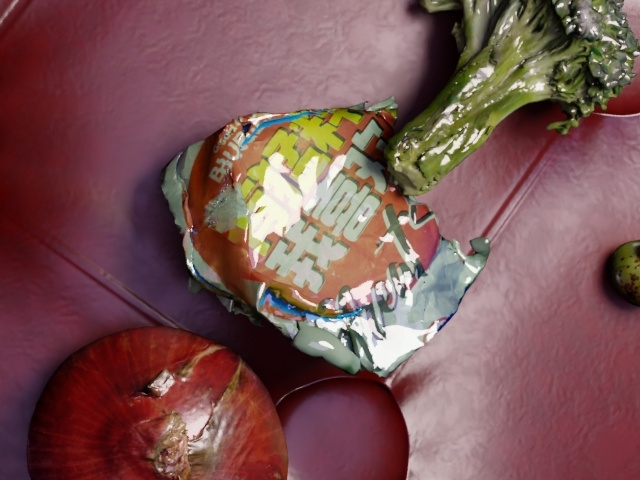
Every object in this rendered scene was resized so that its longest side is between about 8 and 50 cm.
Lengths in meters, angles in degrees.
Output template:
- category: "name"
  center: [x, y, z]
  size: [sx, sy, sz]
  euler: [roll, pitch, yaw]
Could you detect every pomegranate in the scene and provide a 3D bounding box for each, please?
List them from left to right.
- category: "pomegranate"
  center: [0.327, 0.032, 1.325]
  size: [0.073, 0.084, 0.073]
  euler: [0, 83, -4]

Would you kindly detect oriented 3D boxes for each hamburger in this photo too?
- category: "hamburger"
  center: [-0.003, 0.008, 1.245]
  size: [0.261, 0.150, 0.276]
  euler: [-27, 81, -26]

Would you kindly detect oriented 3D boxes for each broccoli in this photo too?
- category: "broccoli"
  center: [0.152, -0.177, 1.229]
  size: [0.275, 0.177, 0.198]
  euler: [-24, 77, -13]

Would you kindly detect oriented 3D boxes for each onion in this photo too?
- category: "onion"
  center: [-0.149, 0.199, 1.209]
  size: [0.248, 0.161, 0.248]
  euler: [1, 99, 9]
